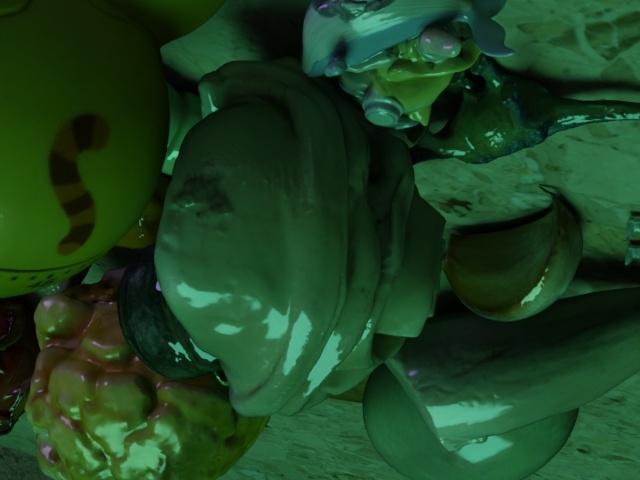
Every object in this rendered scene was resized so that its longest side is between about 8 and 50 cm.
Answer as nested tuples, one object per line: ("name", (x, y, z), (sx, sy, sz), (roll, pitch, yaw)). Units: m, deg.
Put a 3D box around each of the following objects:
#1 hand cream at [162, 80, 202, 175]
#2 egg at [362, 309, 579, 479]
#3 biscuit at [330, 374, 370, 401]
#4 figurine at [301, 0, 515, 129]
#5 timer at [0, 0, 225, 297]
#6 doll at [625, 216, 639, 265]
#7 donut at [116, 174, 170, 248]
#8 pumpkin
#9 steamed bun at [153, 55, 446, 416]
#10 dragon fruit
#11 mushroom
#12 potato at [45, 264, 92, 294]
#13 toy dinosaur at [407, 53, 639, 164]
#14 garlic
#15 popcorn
("hand cream", (-0.089, -0.086, 1.335), (0.306, 0.093, 0.147), (25, 162, -30))
("egg", (0.210, 0.229, 1.695), (0.258, 0.258, 0.352), (29, 149, -34))
("biscuit", (0.025, 0.209, 1.999), (0.312, 0.057, 0.351), (-1, 154, 27))
("figurine", (0.073, -0.172, 1.019), (0.208, 0.128, 0.184), (-6, 153, 28))
("timer", (-0.283, -0.142, 1.046), (0.376, 0.376, 0.387), (22, 132, -21))
("doll", (0.460, 0.019, 1.344), (0.227, 0.057, 0.114), (8, 152, 16))
("donut", (-0.256, -0.054, 1.532), (0.162, 0.065, 0.178), (-7, 149, 29))
("pumpkin", (-0.104, 0.077, 1.500), (0.300, 0.207, 0.300), (-12, 174, -1))
("steamed bun", (0.002, -0.008, 1.136), (0.219, 0.310, 0.324), (-2, 136, 16))
("dragon fruit", (-0.588, 0.202, 2.072), (0.250, 0.250, 0.315), (-1, 110, 29))
("mushroom", (0.271, 0.148, 1.479), (0.407, 0.154, 0.137), (-14, 143, 12))
("potato", (-0.403, -0.004, 1.742), (0.149, 0.081, 0.120), (29, 126, 1))
("toy dinosaur", (0.166, -0.114, 1.164), (0.363, 0.076, 0.147), (-12, 150, 40))
("garlic", (0.250, 0.027, 1.421), (0.115, 0.128, 0.206), (0, 161, -37))
("popcorn", (-0.240, 0.227, 1.749), (0.390, 0.344, 0.354), (10, -158, -27))
